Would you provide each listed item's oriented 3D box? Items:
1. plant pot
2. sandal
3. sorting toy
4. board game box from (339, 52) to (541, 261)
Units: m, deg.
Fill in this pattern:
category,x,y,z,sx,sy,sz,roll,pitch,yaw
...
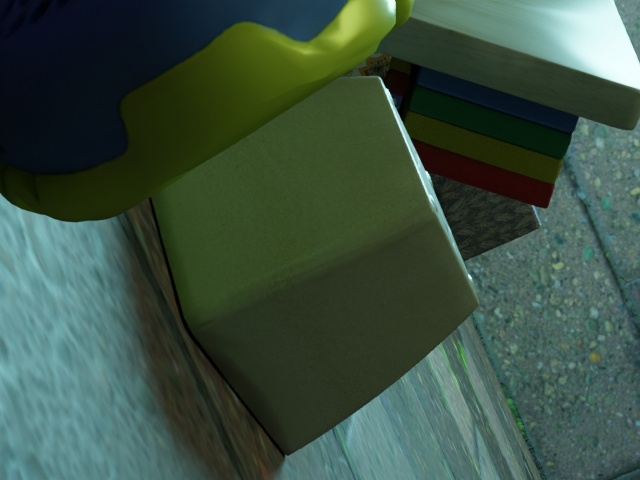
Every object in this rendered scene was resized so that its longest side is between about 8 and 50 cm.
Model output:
category,x,y,z,sx,sy,sz,roll,pitch,yaw
plant pot,0.000,0.000,0.664,0.109,0.096,0.109,59,10,-51
sandal,-0.074,-0.122,0.441,0.138,0.126,0.317,57,2,-36
sorting toy,0.045,-0.121,1.009,0.255,0.257,0.089,-80,-173,-68
board game box,0.032,-0.145,1.293,0.232,0.141,0.291,55,12,-61
